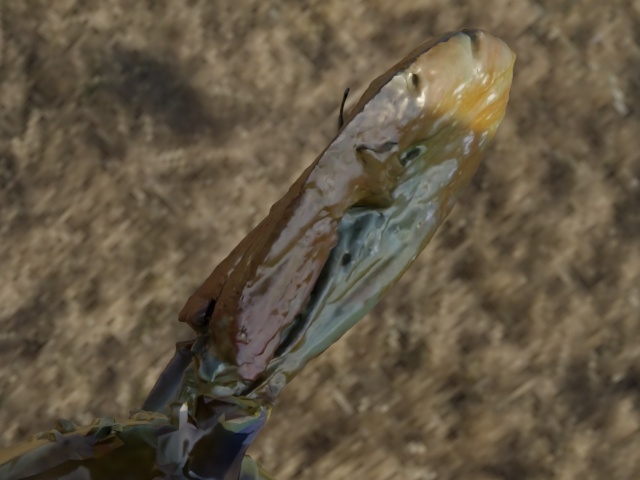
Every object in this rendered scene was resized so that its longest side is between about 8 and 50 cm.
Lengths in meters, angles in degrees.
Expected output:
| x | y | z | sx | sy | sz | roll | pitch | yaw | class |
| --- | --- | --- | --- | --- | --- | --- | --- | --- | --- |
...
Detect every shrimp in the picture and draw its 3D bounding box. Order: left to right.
| x | y | z | sx | sy | sz | roll | pitch | yaw | class |
| --- | --- | --- | --- | --- | --- | --- | --- | --- | --- |
| -0.001 | -0.001 | 0.734 | 0.051 | 0.217 | 0.115 | 38 | -10 | 28 | shrimp |

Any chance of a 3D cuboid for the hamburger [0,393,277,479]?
| x | y | z | sx | sy | sz | roll | pitch | yaw | class |
| --- | --- | --- | --- | --- | --- | --- | --- | --- | --- |
| -0.039 | 0.138 | 0.430 | 0.191 | 0.182 | 0.118 | 48 | -7 | -31 | hamburger |
